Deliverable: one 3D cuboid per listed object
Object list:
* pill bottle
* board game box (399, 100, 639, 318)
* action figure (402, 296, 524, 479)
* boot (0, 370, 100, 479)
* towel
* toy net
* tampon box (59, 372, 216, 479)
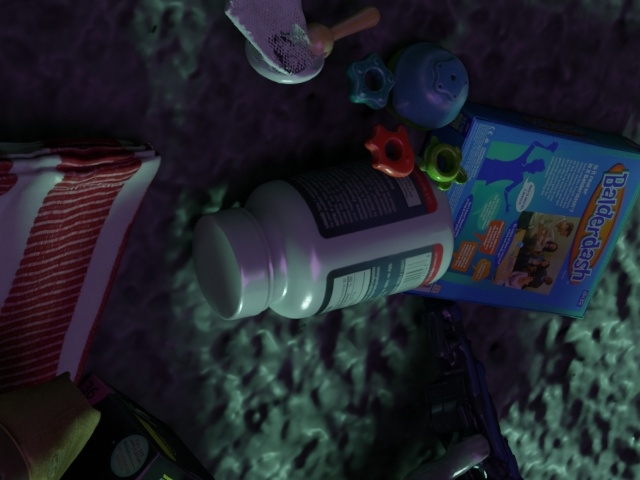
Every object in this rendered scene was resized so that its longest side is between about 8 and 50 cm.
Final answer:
[{"bbox_3d":[0.000,0.000,1.468,0.180,0.108,0.108,-14,123,-27],"label":"pill bottle"},{"bbox_3d":[0.163,-0.023,1.605,0.210,0.047,0.160,10,110,-37],"label":"board game box"},{"bbox_3d":[0.071,0.227,1.610,0.330,0.179,0.341,-9,83,-57],"label":"action figure"},{"bbox_3d":[-0.239,0.197,1.374,0.115,0.112,0.305,-35,169,-42],"label":"boot"},{"bbox_3d":[-0.242,0.045,1.296,0.329,0.037,0.237,-9,125,-58],"label":"towel"},{"bbox_3d":[0.016,-0.118,1.430,0.232,0.045,0.122,20,73,-30],"label":"toy net"},{"bbox_3d":[-0.171,0.208,1.466,0.161,0.120,0.101,-49,133,0],"label":"tampon box"}]
